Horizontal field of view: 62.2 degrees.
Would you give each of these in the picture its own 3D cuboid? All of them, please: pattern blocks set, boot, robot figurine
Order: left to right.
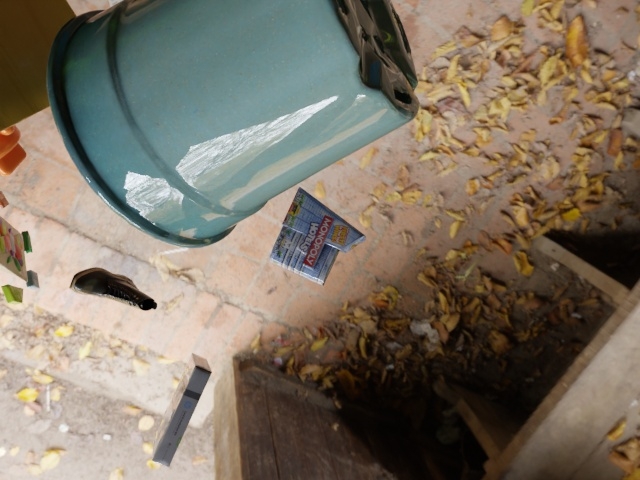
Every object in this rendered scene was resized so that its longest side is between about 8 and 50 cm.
[{"bbox_3d":[-0.644,-0.214,0.962,0.128,0.158,0.219,-41,132,-18],"label":"robot figurine"},{"bbox_3d":[-0.755,0.013,1.279,0.026,0.325,0.286,-13,87,-11],"label":"pattern blocks set"},{"bbox_3d":[-0.530,0.133,1.381,0.137,0.198,0.077,27,98,26],"label":"boot"}]

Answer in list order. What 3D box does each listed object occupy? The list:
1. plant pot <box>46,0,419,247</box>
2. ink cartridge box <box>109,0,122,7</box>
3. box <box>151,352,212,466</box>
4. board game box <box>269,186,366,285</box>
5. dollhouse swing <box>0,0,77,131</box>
[{"bbox_3d":[-0.079,-0.199,0.658,0.334,0.341,0.341,-19,116,27],"label":"plant pot"},{"bbox_3d":[-0.316,-0.411,1.008,0.078,0.134,0.231,-14,87,28],"label":"ink cartridge box"},{"bbox_3d":[-0.273,0.325,1.043,0.038,0.145,0.186,27,80,-13],"label":"box"},{"bbox_3d":[0.000,0.000,1.268,0.194,0.060,0.194,23,85,11],"label":"board game box"},{"bbox_3d":[-0.564,-0.318,0.751,0.315,0.347,0.305,8,130,29],"label":"dollhouse swing"}]
